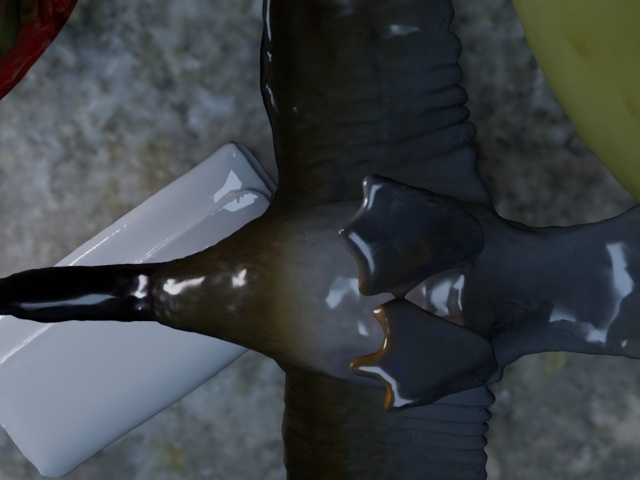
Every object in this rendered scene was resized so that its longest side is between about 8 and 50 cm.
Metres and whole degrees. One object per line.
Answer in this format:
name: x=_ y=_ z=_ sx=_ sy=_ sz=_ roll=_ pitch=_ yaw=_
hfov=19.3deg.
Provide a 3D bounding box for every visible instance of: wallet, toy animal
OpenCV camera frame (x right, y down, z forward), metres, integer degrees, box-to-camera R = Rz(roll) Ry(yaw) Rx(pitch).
wallet: x=-0.058 y=0.024 z=0.619 sx=0.122 sy=0.025 sz=0.061 roll=-35 pitch=92 yaw=15
toy animal: x=0.000 y=0.001 z=0.523 sx=0.197 sy=0.160 sz=0.272 roll=-3 pitch=95 yaw=-24

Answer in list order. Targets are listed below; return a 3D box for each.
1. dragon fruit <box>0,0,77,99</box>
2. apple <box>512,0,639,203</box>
dragon fruit: x=-0.150 y=-0.107 z=0.523 sx=0.172 sy=0.160 sz=0.166 roll=34 pitch=84 yaw=-21
apple: x=0.194 y=-0.126 z=0.384 sx=0.357 sy=0.357 sz=0.357 roll=2 pitch=106 yaw=7
